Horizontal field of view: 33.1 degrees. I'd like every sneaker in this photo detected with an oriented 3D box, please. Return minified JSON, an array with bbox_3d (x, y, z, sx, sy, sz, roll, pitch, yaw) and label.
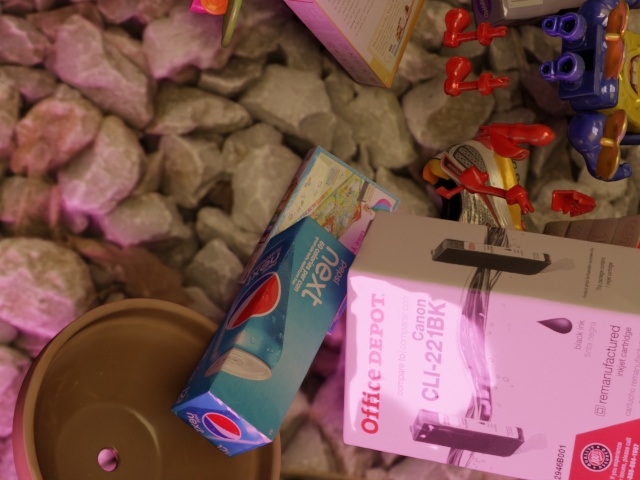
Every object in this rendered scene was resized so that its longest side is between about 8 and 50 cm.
[{"bbox_3d":[0.162,0.010,1.095,0.092,0.088,0.225,-14,85,-14],"label":"sneaker"}]

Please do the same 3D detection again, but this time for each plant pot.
[{"bbox_3d":[-0.160,0.176,0.921,0.237,0.109,0.237,17,61,-33],"label":"plant pot"}]

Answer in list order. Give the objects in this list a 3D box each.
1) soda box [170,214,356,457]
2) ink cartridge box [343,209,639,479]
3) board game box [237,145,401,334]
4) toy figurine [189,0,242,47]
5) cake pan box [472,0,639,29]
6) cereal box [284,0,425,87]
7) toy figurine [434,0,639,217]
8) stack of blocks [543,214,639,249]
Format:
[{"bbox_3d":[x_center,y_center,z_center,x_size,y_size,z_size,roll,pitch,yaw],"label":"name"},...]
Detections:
[{"bbox_3d":[-0.043,0.080,0.940,0.071,0.067,0.210,41,49,-16],"label":"soda box"},{"bbox_3d":[0.161,0.099,0.961,0.272,0.114,0.197,9,121,14],"label":"ink cartridge box"},{"bbox_3d":[0.000,0.000,1.054,0.103,0.026,0.154,32,77,-17],"label":"board game box"},{"bbox_3d":[-0.137,-0.277,0.961,0.159,0.130,0.173,15,114,-10],"label":"toy figurine"},{"bbox_3d":[0.263,-0.362,1.152,0.245,0.070,0.267,-13,92,-19],"label":"cake pan box"},{"bbox_3d":[0.031,-0.273,0.996,0.240,0.047,0.173,39,70,-55],"label":"cereal box"},{"bbox_3d":[0.257,-0.186,1.069,0.217,0.191,0.363,15,76,-50],"label":"toy figurine"},{"bbox_3d":[0.354,0.048,1.045,0.171,0.297,0.087,26,79,-19],"label":"stack of blocks"}]
